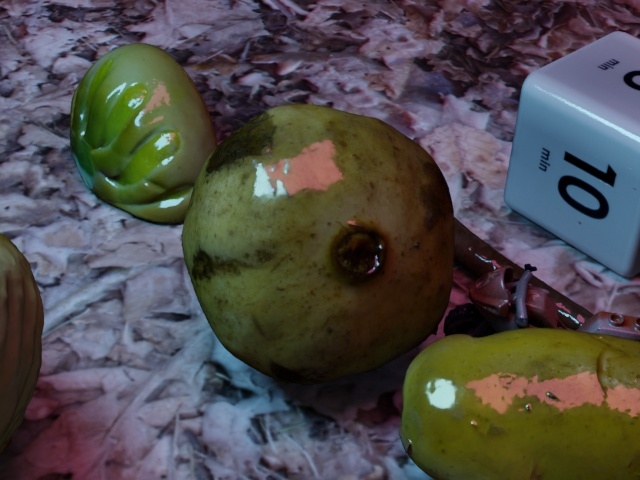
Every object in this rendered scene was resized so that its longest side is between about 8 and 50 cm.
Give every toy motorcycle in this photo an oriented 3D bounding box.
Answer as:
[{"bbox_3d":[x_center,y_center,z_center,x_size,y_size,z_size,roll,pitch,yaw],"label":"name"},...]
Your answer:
[{"bbox_3d":[0.232,0.087,1.097,0.212,0.118,0.084,10,40,9],"label":"toy motorcycle"}]

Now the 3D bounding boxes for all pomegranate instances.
[{"bbox_3d":[0.000,0.000,1.074,0.281,0.281,0.281,1,39,-1],"label":"pomegranate"}]

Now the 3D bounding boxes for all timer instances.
[{"bbox_3d":[0.357,-0.106,1.282,0.194,0.192,0.195,-27,47,-32],"label":"timer"}]

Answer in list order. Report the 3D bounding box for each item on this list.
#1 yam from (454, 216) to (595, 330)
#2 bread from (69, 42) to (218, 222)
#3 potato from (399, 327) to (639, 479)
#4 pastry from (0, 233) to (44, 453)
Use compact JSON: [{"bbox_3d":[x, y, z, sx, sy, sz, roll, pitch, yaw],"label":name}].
[{"bbox_3d":[0.180,0.015,1.245,0.327,0.045,0.045,38,84,34],"label":"yam"},{"bbox_3d":[-0.225,-0.150,1.338,0.158,0.156,0.260,-20,43,-27],"label":"bread"},{"bbox_3d":[0.225,0.160,0.991,0.300,0.140,0.173,3,46,9],"label":"potato"},{"bbox_3d":[-0.425,0.086,0.897,0.388,0.388,0.313,24,83,24],"label":"pastry"}]
